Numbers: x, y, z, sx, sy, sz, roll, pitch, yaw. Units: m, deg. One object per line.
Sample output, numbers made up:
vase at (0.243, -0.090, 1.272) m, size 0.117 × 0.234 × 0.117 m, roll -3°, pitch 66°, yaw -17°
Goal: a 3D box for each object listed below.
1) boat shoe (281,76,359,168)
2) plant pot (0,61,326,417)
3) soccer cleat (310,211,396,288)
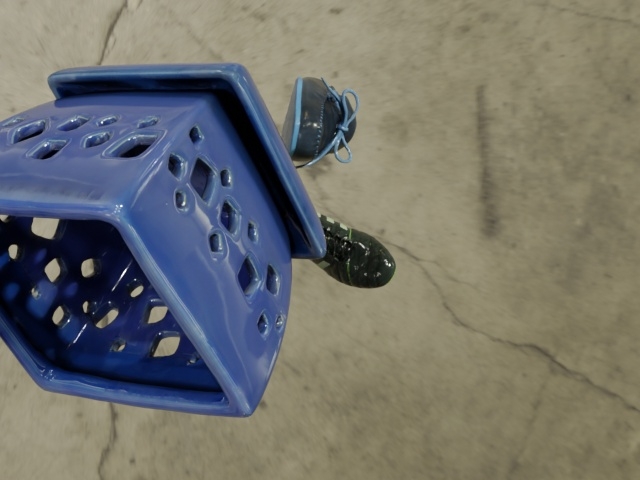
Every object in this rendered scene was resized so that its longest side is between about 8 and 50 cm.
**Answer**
boat shoe at (0.005, -0.153, 1.664) m, size 0.089 × 0.258 × 0.109 m, roll 15°, pitch 111°, yaw -3°
plant pot at (-0.144, -0.016, 1.127) m, size 0.212 × 0.236 × 0.236 m, roll -57°, pitch 136°, yaw -35°
soccer cleat at (0.000, 0.000, 1.488) m, size 0.179 × 0.072 × 0.060 m, roll 29°, pitch 93°, yaw 31°
